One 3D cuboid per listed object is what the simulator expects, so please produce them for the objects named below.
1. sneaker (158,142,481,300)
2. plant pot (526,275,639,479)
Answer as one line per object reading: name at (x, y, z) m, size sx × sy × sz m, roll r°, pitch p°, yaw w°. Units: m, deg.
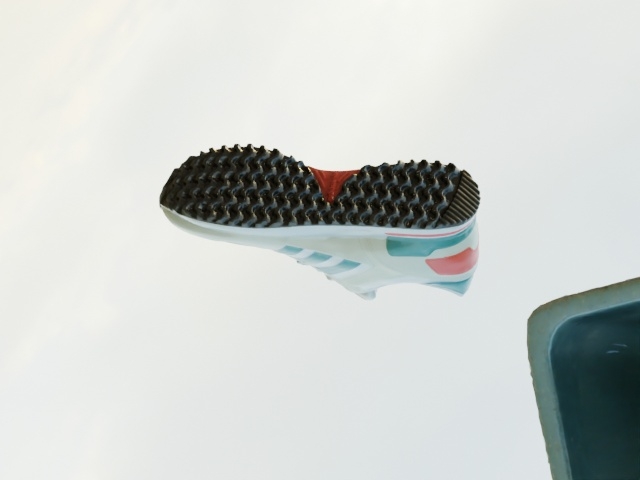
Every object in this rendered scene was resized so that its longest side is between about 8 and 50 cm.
sneaker at (0.000, 0.000, 0.759) m, size 0.161 × 0.075 × 0.057 m, roll 3°, pitch -134°, yaw 16°
plant pot at (0.287, 0.126, 0.734) m, size 0.247 × 0.252 × 0.248 m, roll -20°, pitch -106°, yaw 42°
